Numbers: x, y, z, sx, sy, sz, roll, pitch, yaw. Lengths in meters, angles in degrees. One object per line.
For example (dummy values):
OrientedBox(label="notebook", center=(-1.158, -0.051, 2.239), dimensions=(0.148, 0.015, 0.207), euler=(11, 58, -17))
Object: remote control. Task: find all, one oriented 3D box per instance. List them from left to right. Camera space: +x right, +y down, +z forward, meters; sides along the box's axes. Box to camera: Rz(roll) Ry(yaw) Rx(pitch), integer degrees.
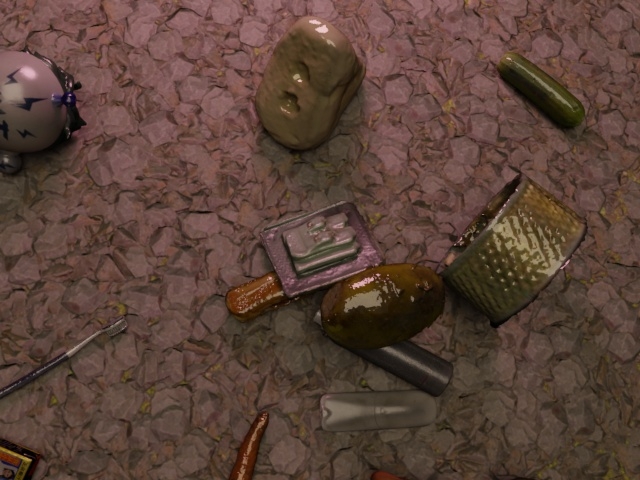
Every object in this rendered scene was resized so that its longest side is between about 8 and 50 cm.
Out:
OrientedBox(label="remote control", center=(0.114, 0.326, 1.172), dimensions=(0.229, 0.044, 0.073), euler=(0, 80, -7))

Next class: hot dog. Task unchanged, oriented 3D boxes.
OrientedBox(label="hot dog", center=(-0.045, 0.082, 1.199), dimensions=(0.289, 0.068, 0.083), euler=(-22, 54, -8))

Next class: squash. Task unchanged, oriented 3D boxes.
OrientedBox(label="squash", center=(0.491, -0.335, 1.359), dimensions=(0.229, 0.066, 0.066), euler=(40, 76, 5))

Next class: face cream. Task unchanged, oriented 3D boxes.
OrientedBox(label="face cream", center=(0.118, 0.206, 1.185), dimensions=(0.284, 0.073, 0.073), euler=(28, 76, 0))

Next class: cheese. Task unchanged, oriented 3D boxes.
OrientedBox(label="cheese", center=(-0.028, -0.311, 1.221), dimensions=(0.174, 0.251, 0.247), euler=(30, 91, 1))

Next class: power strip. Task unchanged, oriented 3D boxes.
OrientedBox(label="power strip", center=(0.000, 0.000, 1.179), dimensions=(0.213, 0.064, 0.198), euler=(-21, 47, -10))

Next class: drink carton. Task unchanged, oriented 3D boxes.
OrientedBox(label="drink carton", center=(-0.586, 0.381, 1.073), dimensions=(0.166, 0.056, 0.071), euler=(23, 84, -1))

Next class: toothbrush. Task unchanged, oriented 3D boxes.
OrientedBox(label="toothbrush", center=(-0.489, 0.225, 1.137), dimensions=(0.288, 0.024, 0.026), euler=(-31, 96, -13))

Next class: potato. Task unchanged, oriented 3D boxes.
OrientedBox(label="potato", center=(0.114, 0.119, 1.111), dimensions=(0.251, 0.113, 0.149), euler=(-12, 103, -21))

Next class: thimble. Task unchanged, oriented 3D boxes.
OrientedBox(label="thimble", center=(0.353, 0.017, 1.161), dimensions=(0.150, 0.271, 0.271), euler=(39, 76, 5))

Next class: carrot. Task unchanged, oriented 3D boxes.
OrientedBox(label="carrot", center=(-0.136, 0.409, 1.127), dimensions=(0.047, 0.047, 0.191), euler=(20, 72, -2))

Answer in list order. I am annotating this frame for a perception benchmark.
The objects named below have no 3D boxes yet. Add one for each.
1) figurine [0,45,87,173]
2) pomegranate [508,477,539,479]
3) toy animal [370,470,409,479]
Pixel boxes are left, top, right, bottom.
OrientedBox(label="figurine", center=(-0.642, -0.249, 1.149), dimensions=(0.382, 0.261, 0.186), euler=(-6, 34, -7))
OrientedBox(label="pomegranate", center=(0.372, 0.545, 1.098), dimensions=(0.187, 0.187, 0.225), euler=(19, 100, -2))
OrientedBox(label="toy animal", center=(0.158, 0.585, 1.042), dimensions=(0.216, 0.191, 0.338), euler=(12, 76, -4))
